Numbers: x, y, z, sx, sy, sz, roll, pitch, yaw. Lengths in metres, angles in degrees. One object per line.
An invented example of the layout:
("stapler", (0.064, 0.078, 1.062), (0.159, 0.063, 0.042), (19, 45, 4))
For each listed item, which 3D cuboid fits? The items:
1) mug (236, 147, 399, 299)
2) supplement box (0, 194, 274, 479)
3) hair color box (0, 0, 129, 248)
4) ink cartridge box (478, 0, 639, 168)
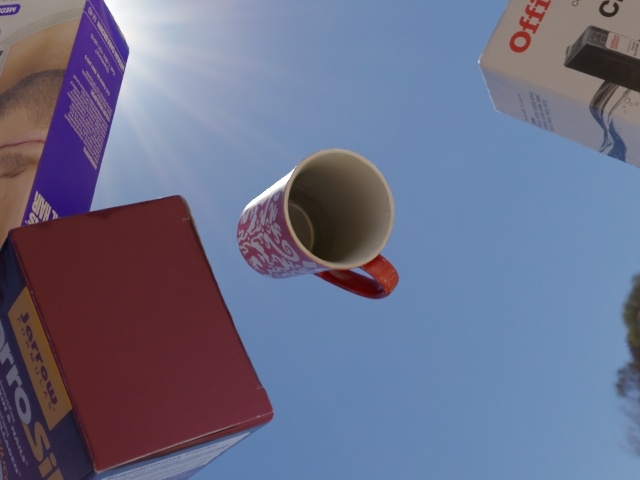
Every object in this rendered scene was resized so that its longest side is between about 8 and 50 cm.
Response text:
("mug", (-0.009, 0.001, 1.098), (0.113, 0.169, 0.150), (-17, -92, -25))
("supplement box", (-0.109, 0.071, 0.502), (0.080, 0.104, 0.188), (-13, -19, -35))
("hair color box", (-0.304, -0.072, 1.005), (0.110, 0.185, 0.339), (66, -154, -57))
("ink cartridge box", (0.293, -0.161, 0.901), (0.197, 0.272, 0.114), (-63, -23, -6))
